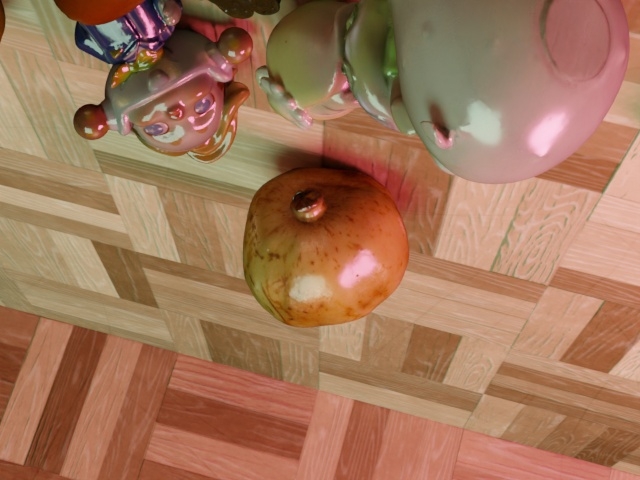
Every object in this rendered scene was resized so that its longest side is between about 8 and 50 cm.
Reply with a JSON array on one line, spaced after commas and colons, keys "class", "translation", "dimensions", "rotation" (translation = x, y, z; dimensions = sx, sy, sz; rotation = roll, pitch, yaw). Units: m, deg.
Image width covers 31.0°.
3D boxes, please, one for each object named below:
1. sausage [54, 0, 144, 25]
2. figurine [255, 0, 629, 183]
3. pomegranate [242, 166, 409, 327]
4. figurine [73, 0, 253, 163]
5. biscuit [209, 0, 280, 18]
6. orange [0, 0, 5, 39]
[{"class": "sausage", "translation": [-0.146, -0.271, 0.944], "dimensions": [0.089, 0.083, 0.300], "rotation": [38, 144, -11]}, {"class": "figurine", "translation": [0.067, -0.183, 0.997], "dimensions": [0.394, 0.226, 0.274], "rotation": [6, 129, 55]}, {"class": "pomegranate", "translation": [0.000, 0.000, 1.451], "dimensions": [0.215, 0.215, 0.215], "rotation": [14, 160, 5]}, {"class": "figurine", "translation": [-0.189, -0.188, 1.184], "dimensions": [0.194, 0.133, 0.274], "rotation": [-44, 133, 18]}, {"class": "biscuit", "translation": [-0.104, -0.266, 1.059], "dimensions": [0.124, 0.026, 0.175], "rotation": [0, 153, 34]}, {"class": "orange", "translation": [-0.414, -0.235, 1.227], "dimensions": [0.156, 0.134, 0.156], "rotation": [5, 150, 3]}]
